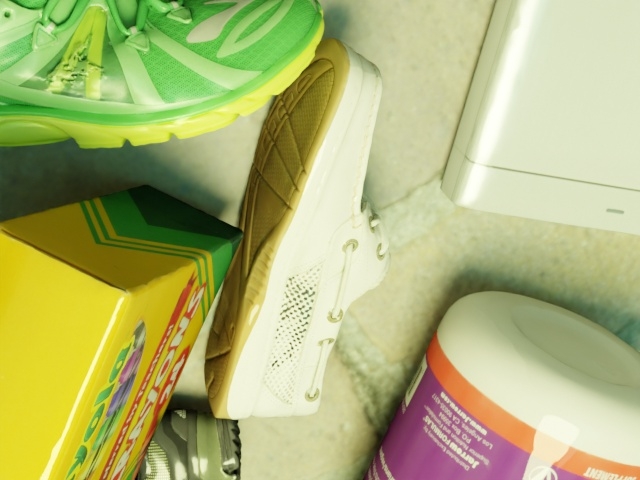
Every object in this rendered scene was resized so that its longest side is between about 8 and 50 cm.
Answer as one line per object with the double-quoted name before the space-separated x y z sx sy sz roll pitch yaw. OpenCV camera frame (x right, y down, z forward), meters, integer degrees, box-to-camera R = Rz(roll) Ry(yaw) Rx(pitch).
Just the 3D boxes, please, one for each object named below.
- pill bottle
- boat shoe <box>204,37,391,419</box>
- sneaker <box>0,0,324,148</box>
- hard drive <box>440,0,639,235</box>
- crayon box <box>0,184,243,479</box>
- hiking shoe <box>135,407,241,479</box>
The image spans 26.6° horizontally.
"pill bottle" 0.111 0.210 0.961 0.181 0.181 0.323 17 110 -21
"boat shoe" 0.000 0.000 0.885 0.096 0.098 0.277 8 122 -19
"sneaker" -0.139 -0.123 0.778 0.295 0.109 0.124 -7 120 -11
"hard drive" 0.237 -0.173 0.889 0.233 0.047 0.353 8 112 -18
"crayon box" -0.145 0.085 0.745 0.081 0.318 0.202 26 100 5
"hiking shoe" -0.125 0.215 0.970 0.114 0.086 0.227 11 107 -4
